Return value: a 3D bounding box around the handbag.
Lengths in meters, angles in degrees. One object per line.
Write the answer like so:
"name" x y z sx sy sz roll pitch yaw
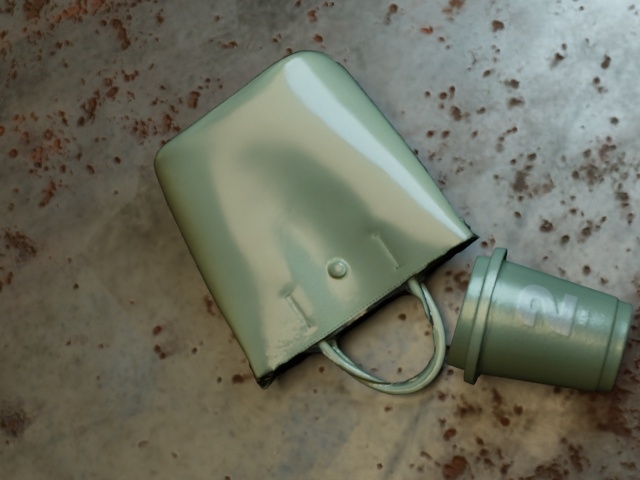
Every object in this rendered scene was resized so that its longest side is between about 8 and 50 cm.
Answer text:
"handbag" 0.000 0.000 1.219 0.241 0.109 0.315 -35 72 12

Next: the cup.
"cup" 0.185 0.077 1.140 0.141 0.120 0.120 17 84 9
